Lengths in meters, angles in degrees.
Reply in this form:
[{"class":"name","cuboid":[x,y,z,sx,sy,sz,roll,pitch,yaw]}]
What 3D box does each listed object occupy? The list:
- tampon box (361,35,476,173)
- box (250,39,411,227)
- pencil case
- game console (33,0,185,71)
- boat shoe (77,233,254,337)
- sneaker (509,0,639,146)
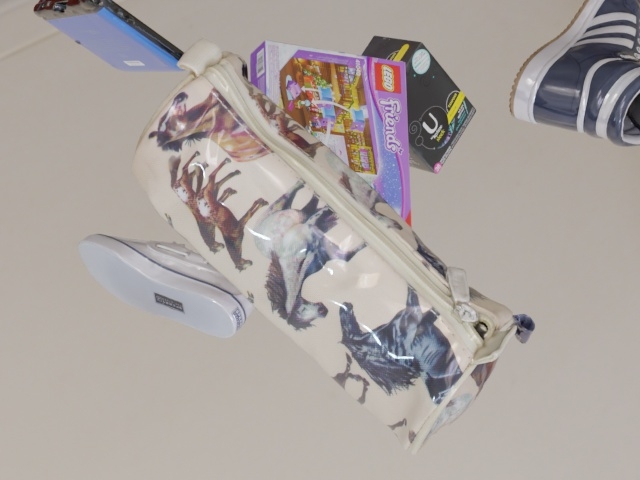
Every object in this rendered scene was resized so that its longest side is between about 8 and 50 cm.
[{"class":"tampon box","cuboid":[0.122,-0.194,1.708,0.101,0.120,0.161,19,163,48]},{"class":"box","cuboid":[0.014,-0.094,1.507,0.057,0.201,0.293,154,118,-62]},{"class":"pencil case","cuboid":[0.000,0.000,1.117,0.410,0.160,0.183,44,133,10]},{"class":"game console","cuboid":[-0.301,-0.380,1.739,0.250,0.173,0.293,34,172,-28]},{"class":"boat shoe","cuboid":[-0.194,0.045,1.546,0.258,0.084,0.095,25,138,21]},{"class":"sneaker","cuboid":[0.348,-0.201,1.357,0.153,0.282,0.099,22,138,30]}]
